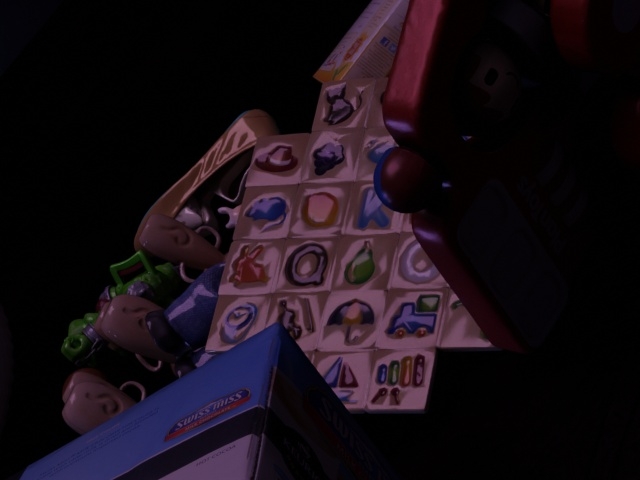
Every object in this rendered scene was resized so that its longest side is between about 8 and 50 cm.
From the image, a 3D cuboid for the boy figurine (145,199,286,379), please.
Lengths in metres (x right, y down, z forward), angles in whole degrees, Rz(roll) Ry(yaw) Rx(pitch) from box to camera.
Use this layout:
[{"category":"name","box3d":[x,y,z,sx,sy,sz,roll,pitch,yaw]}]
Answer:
[{"category":"boy figurine","box3d":[-0.027,0.031,1.683,0.285,0.177,0.092,-34,-2,9]}]

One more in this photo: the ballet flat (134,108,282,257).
[{"category":"ballet flat","box3d":[-0.130,-0.053,2.105,0.232,0.080,0.073,-49,53,12]}]

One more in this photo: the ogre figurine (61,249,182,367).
[{"category":"ogre figurine","box3d":[-0.220,0.078,2.034,0.118,0.097,0.197,-39,-19,16]}]

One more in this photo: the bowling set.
[{"category":"bowling set","box3d":[-0.170,0.134,1.858,0.200,0.154,0.287,-51,15,57]}]

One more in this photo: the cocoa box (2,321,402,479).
[{"category":"cocoa box","box3d":[-0.114,0.267,1.294,0.347,0.231,0.228,-30,19,17]}]

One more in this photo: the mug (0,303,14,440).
[{"category":"mug","box3d":[-0.531,0.207,2.271,0.328,0.276,0.374,-90,13,-63]}]

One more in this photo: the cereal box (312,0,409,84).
[{"category":"cereal box","box3d":[0.090,-0.256,1.979,0.240,0.047,0.173,-52,11,3]}]

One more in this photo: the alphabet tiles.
[{"category":"alphabet tiles","box3d":[0.046,-0.004,1.578,0.285,0.011,0.342,-3,59,28]}]

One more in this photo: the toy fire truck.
[{"category":"toy fire truck","box3d":[0.149,-0.087,1.364,0.169,0.302,0.254,13,62,42]}]
